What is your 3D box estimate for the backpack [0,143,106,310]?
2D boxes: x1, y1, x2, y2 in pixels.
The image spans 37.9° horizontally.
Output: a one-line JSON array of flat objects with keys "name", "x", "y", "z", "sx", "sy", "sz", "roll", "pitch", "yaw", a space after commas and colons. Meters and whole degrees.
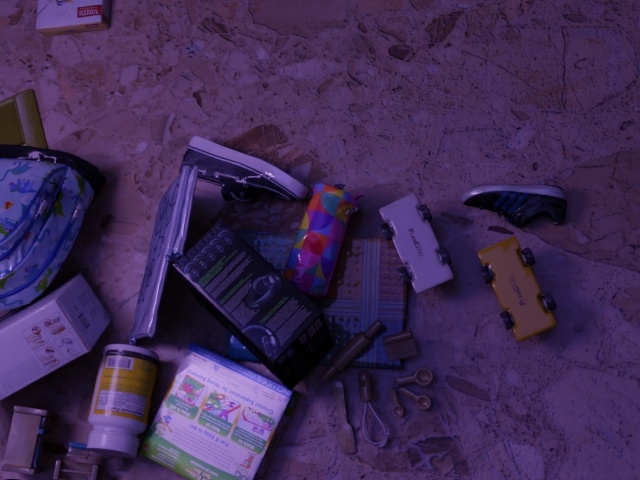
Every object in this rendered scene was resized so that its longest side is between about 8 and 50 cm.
[{"name": "backpack", "x": -0.648, "y": -0.030, "z": 1.944, "sx": 0.290, "sy": 0.273, "sz": 0.356, "roll": 7, "pitch": 71, "yaw": 15}]

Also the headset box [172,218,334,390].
[{"name": "headset box", "x": -0.126, "y": 0.119, "z": 1.750, "sx": 0.283, "sy": 0.246, "sz": 0.131, "roll": 42, "pitch": 79, "yaw": 18}]

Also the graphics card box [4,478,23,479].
[{"name": "graphics card box", "x": -0.579, "y": 0.690, "z": 1.854, "sx": 0.233, "sy": 0.094, "sz": 0.371, "roll": -47, "pitch": 69, "yaw": -1}]

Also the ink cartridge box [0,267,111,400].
[{"name": "ink cartridge box", "x": -0.608, "y": 0.208, "z": 1.942, "sx": 0.309, "sy": 0.272, "sz": 0.130, "roll": -29, "pitch": 101, "yaw": 7}]

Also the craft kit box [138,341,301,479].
[{"name": "craft kit box", "x": -0.201, "y": 0.364, "z": 1.855, "sx": 0.249, "sy": 0.061, "sz": 0.247, "roll": 23, "pitch": 79, "yaw": 20}]

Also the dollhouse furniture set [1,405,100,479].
[{"name": "dollhouse furniture set", "x": -0.539, "y": 0.419, "z": 1.914, "sx": 0.183, "sy": 0.129, "sz": 0.129, "roll": 10, "pitch": 77, "yaw": -8}]

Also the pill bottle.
[{"name": "pill bottle", "x": -0.399, "y": 0.322, "z": 1.874, "sx": 0.119, "sy": 0.119, "sz": 0.209, "roll": 2, "pitch": 68, "yaw": 15}]

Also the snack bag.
[{"name": "snack bag", "x": -0.314, "y": 0.040, "z": 1.857, "sx": 0.037, "sy": 0.323, "sz": 0.343, "roll": 15, "pitch": 77, "yaw": -16}]

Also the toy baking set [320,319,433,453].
[{"name": "toy baking set", "x": 0.099, "y": 0.283, "z": 1.789, "sx": 0.256, "sy": 0.030, "sz": 0.197, "roll": -41, "pitch": 79, "yaw": 8}]

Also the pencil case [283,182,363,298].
[{"name": "pencil case", "x": 0.000, "y": 0.000, "z": 1.838, "sx": 0.104, "sy": 0.104, "sz": 0.236, "roll": 18, "pitch": 82, "yaw": 18}]

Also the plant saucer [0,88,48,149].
[{"name": "plant saucer", "x": -0.739, "y": -0.247, "z": 2.163, "sx": 0.188, "sy": 0.045, "sz": 0.188, "roll": -22, "pitch": 72, "yaw": 8}]

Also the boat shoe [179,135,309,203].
[{"name": "boat shoe", "x": -0.167, "y": -0.125, "z": 1.948, "sx": 0.301, "sy": 0.108, "sz": 0.102, "roll": 23, "pitch": 83, "yaw": 22}]

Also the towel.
[{"name": "towel", "x": -0.007, "y": 0.117, "z": 1.881, "sx": 0.370, "sy": 0.040, "sz": 0.272, "roll": 2, "pitch": 78, "yaw": 13}]

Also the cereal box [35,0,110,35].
[{"name": "cereal box", "x": -0.581, "y": -0.609, "z": 2.212, "sx": 0.173, "sy": 0.047, "sz": 0.240, "roll": -4, "pitch": 75, "yaw": 14}]

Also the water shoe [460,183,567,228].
[{"name": "water shoe", "x": 0.373, "y": -0.065, "z": 1.807, "sx": 0.203, "sy": 0.073, "sz": 0.080, "roll": -1, "pitch": 78, "yaw": 15}]

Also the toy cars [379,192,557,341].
[{"name": "toy cars", "x": 0.279, "y": 0.053, "z": 1.787, "sx": 0.393, "sy": 0.087, "sz": 0.176, "roll": 25, "pitch": 84, "yaw": 16}]
